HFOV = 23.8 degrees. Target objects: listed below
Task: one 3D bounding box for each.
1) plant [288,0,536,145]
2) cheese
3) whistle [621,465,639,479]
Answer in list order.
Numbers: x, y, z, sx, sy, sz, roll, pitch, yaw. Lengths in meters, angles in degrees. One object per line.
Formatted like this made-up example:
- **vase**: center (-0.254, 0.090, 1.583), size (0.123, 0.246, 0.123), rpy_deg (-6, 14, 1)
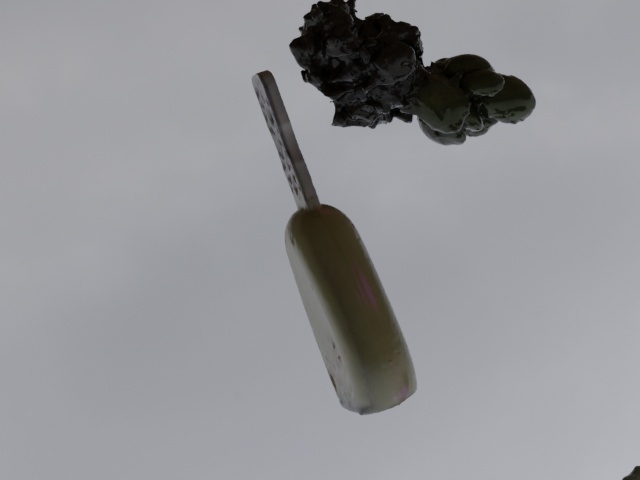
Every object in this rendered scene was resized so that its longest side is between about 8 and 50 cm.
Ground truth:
- **plant**: center (0.058, -0.107, 1.007), size (0.174, 0.087, 0.085), rpy_deg (18, 169, -19)
- **cheese**: center (0.000, 0.000, 0.821), size (0.037, 0.192, 0.097), rpy_deg (-21, -176, -11)
- **whistle**: center (0.126, 0.261, 0.987), size (0.062, 0.312, 0.062), rpy_deg (19, -147, -13)
